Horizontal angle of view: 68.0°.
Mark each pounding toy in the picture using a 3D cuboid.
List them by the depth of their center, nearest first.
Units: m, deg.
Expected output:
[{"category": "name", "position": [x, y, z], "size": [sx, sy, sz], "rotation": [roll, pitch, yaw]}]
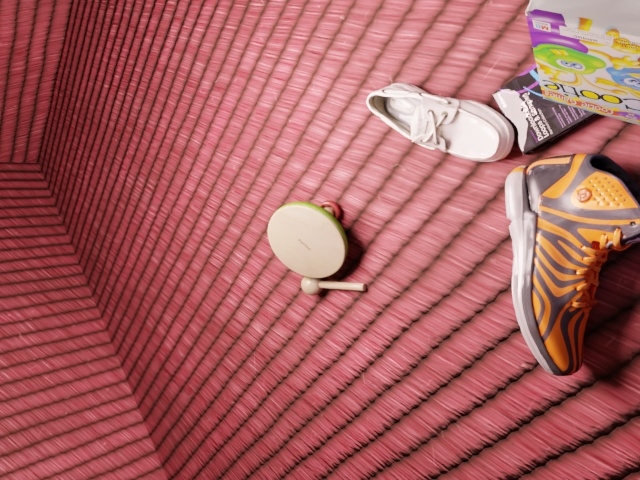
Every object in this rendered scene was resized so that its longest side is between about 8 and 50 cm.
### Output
[{"category": "pounding toy", "position": [0.000, 0.000, 1.053], "size": [0.182, 0.110, 0.237], "rotation": [-12, 117, 33]}]

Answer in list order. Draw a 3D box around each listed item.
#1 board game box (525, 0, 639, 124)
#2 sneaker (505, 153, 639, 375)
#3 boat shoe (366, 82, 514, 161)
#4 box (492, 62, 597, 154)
[{"category": "board game box", "position": [0.337, -0.244, 0.525], "size": [0.144, 0.275, 0.142], "rotation": [27, 101, 27]}, {"category": "sneaker", "position": [0.372, 0.033, 0.661], "size": [0.180, 0.124, 0.321], "rotation": [-10, 88, 45]}, {"category": "boat shoe", "position": [0.191, -0.200, 0.818], "size": [0.277, 0.096, 0.098], "rotation": [33, 129, 39]}, {"category": "box", "position": [0.355, -0.219, 0.712], "size": [0.162, 0.029, 0.116], "rotation": [-34, 72, 42]}]
